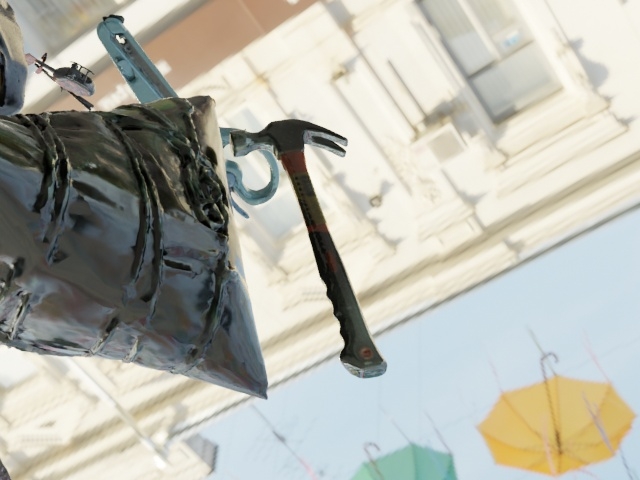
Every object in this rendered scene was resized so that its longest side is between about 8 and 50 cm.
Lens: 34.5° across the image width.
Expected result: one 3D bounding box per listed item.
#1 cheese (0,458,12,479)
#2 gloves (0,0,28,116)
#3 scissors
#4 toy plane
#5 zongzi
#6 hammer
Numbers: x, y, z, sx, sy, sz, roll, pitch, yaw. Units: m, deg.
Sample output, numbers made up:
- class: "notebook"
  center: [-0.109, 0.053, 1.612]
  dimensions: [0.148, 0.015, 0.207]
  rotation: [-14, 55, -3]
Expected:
- class: "cheese"
  center: [-0.332, 0.290, 1.096]
  dimensions: [0.097, 0.192, 0.037]
  rotation: [-23, 179, -32]
- class: "gloves"
  center: [-0.386, -0.212, 1.046]
  dimensions: [0.152, 0.197, 0.301]
  rotation: [-30, 164, -6]
- class: "scissors"
  center: [-0.204, -0.170, 1.520]
  dimensions: [0.180, 0.393, 0.032]
  rotation: [-30, -145, 6]
- class: "toy plane"
  center: [-0.435, -0.276, 1.738]
  dimensions: [0.060, 0.145, 0.037]
  rotation: [-34, -144, 44]
- class: "zongzi"
  center: [-0.276, 0.015, 0.974]
  dimensions: [0.362, 0.383, 0.319]
  rotation: [-28, -117, 39]
- class: "hammer"
  center: [0.000, 0.000, 0.958]
  dimensions: [0.111, 0.033, 0.288]
  rotation: [-12, -122, -11]
